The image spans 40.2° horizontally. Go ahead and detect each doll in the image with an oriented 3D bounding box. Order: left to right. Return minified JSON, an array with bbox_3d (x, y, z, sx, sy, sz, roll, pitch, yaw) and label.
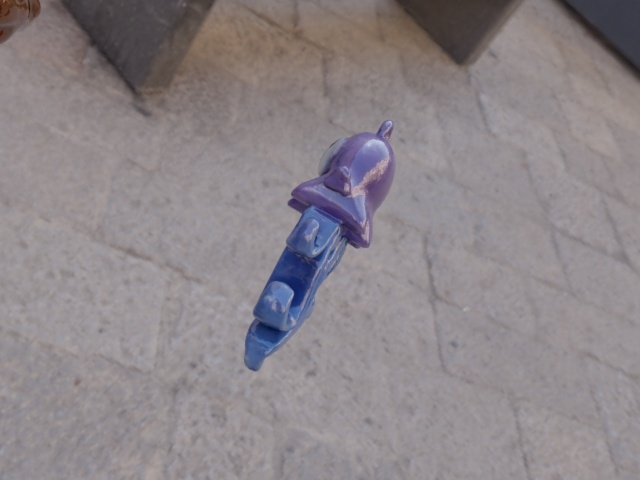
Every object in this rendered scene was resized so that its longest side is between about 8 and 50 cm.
[{"bbox_3d":[0.000,0.000,0.620,0.067,0.206,0.110,28,-11,9],"label":"doll"}]

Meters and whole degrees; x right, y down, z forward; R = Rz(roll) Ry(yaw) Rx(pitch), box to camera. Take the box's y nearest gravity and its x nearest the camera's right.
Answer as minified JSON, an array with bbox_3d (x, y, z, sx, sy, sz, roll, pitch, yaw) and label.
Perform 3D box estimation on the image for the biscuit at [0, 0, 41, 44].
[{"bbox_3d":[-0.324,-0.201,0.464,0.342,0.166,0.395,5,13,-25],"label":"biscuit"}]
